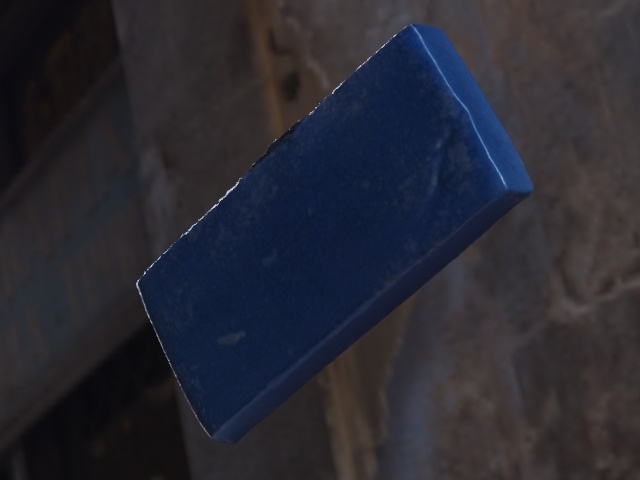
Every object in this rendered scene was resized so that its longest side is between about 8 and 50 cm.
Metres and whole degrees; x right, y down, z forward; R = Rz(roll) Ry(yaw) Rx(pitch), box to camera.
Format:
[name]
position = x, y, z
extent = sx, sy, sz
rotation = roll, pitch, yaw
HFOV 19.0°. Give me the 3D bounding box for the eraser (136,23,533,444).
[eraser]
position = 0.000, 0.000, 1.323
extent = 0.312, 0.144, 0.042
rotation = -41, -27, 29
